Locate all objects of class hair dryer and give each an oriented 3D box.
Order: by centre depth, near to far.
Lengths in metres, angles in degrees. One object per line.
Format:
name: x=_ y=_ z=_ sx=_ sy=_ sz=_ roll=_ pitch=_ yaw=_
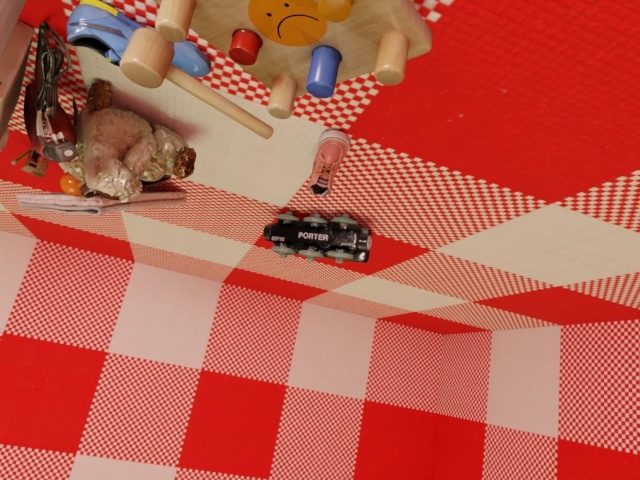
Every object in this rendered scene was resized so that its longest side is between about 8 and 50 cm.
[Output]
hair dryer: x=-0.483 y=-0.256 z=0.857 sx=0.080 sy=0.224 sz=0.293 roll=-5 pitch=-167 yaw=-42

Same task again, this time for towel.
towel: x=-0.607 y=-0.111 z=1.333 sx=0.331 sy=0.054 sz=0.317 roll=4 pitch=-170 yaw=25

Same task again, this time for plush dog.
plush dog: x=-0.383 y=-0.197 z=0.986 sx=0.262 sy=0.211 sz=0.225 roll=24 pitch=-167 yaw=40

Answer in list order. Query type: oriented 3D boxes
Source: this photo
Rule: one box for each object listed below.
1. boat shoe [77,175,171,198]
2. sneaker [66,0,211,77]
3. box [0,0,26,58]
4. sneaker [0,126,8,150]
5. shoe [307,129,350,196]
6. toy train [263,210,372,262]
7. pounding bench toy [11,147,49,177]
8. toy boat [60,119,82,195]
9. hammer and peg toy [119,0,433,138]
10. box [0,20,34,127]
boat shoe: x=-0.462 y=-0.142 z=1.124 sx=0.206 sy=0.073 sz=0.073 roll=-27 pitch=-179 yaw=-22
sneaker: x=-0.276 y=-0.287 z=0.728 sx=0.209 sy=0.082 sz=0.069 roll=17 pitch=160 yaw=-25
box: x=-0.486 y=-0.319 z=0.579 sx=0.180 sy=0.182 sz=0.119 roll=19 pitch=159 yaw=-26
sneaker: x=-0.832 y=-0.285 z=1.032 sx=0.145 sy=0.102 sz=0.293 roll=13 pitch=163 yaw=-5
shoe: x=0.016 y=-0.153 z=0.976 sx=0.063 sy=0.081 sz=0.178 roll=13 pitch=163 yaw=-7
toy train: x=0.000 y=0.000 z=1.407 sx=0.333 sy=0.143 sz=0.190 roll=5 pitch=172 yaw=20
pounding bench toy: x=-0.778 y=-0.220 z=1.270 sx=0.052 sy=0.065 sz=0.083 roll=-5 pitch=157 yaw=44
toy boat: x=-0.578 y=-0.178 z=1.138 sx=0.150 sy=0.151 sz=0.231 roll=5 pitch=162 yaw=19
hammer and peg toy: x=-0.072 y=-0.265 z=0.596 sx=0.361 sy=0.128 sz=0.265 roll=-4 pitch=159 yaw=41
box: x=-0.618 y=-0.281 z=0.845 sx=0.121 sy=0.148 sz=0.311 roll=22 pitch=158 yaw=-32
